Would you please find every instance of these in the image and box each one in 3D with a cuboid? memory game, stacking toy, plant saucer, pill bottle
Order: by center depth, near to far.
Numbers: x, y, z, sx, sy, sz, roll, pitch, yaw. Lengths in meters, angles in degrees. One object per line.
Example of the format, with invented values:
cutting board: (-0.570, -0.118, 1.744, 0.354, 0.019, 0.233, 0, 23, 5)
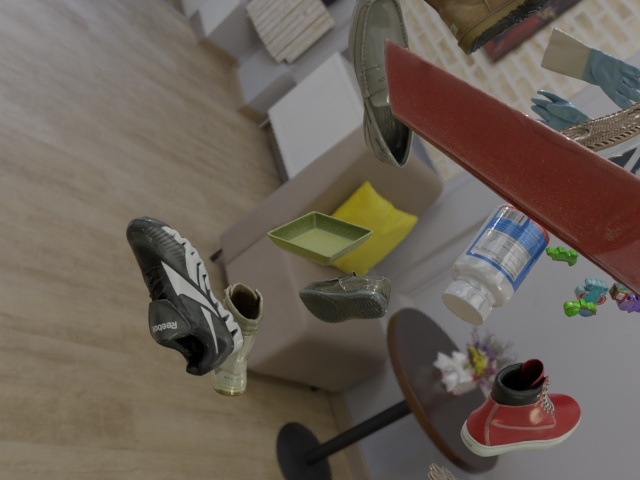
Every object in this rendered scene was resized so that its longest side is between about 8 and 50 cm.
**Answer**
plant saucer: (0.180, -0.032, 0.480, 0.259, 0.048, 0.258, 24, 17, -42)
memory game: (0.242, 0.441, 1.026, 0.186, 0.012, 0.186, 42, 8, -8)
stacking toy: (0.506, 0.099, 1.096, 0.221, 0.052, 0.167, 15, 35, -4)
pill bottle: (0.326, 0.047, 1.190, 0.124, 0.221, 0.124, 36, -18, 14)
plant saucer: (0.000, 0.000, 1.503, 0.188, 0.045, 0.188, 19, 30, 33)

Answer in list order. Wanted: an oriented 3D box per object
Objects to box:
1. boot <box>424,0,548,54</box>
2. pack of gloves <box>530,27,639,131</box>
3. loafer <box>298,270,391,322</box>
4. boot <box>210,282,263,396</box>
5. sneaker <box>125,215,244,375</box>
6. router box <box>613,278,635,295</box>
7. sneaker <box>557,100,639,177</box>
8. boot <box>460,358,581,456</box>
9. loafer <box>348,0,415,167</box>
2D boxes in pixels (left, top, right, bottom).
boot: (0.258, -0.487, 1.090, 0.270, 0.236, 0.089, 55, -8, 10)
pack of gloves: (0.518, -0.274, 1.212, 0.046, 0.195, 0.232, -19, 47, -28)
loafer: (0.058, 0.121, 1.371, 0.087, 0.251, 0.094, -49, 122, -36)
boot: (-0.156, 0.143, 1.096, 0.077, 0.165, 0.213, 7, 24, -22)
sneaker: (-0.190, 0.079, 0.825, 0.234, 0.078, 0.106, 60, 32, -16)
router box: (0.763, 0.030, 1.353, 0.243, 0.081, 0.309, 53, -18, 47)
sneaker: (0.405, -0.089, 0.833, 0.099, 0.282, 0.153, -131, -158, -64)
boot: (0.362, 0.259, 1.031, 0.244, 0.176, 0.088, -2, 38, -29)
loafer: (0.120, -0.274, 1.095, 0.111, 0.112, 0.320, -122, -166, -49)
